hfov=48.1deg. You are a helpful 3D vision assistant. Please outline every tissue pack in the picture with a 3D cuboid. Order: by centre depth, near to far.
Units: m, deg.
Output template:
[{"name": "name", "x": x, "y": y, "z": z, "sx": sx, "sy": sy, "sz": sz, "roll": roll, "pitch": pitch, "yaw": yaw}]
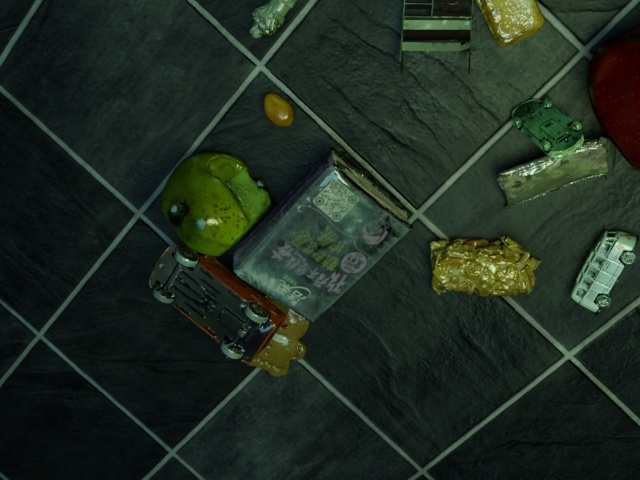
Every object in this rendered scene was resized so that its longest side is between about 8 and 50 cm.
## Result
[{"name": "tissue pack", "x": 0.000, "y": 0.000, "z": 1.660, "sx": 0.259, "sy": 0.122, "sz": 0.361, "roll": 35, "pitch": 114, "yaw": -22}]

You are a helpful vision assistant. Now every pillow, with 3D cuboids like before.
[{"name": "pillow", "x": 0.500, "y": -0.153, "z": 1.536, "sx": 0.255, "sy": 0.169, "sz": 0.059, "roll": -19, "pitch": 63, "yaw": 18}]

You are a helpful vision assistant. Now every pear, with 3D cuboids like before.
[{"name": "pear", "x": -0.257, "y": -0.096, "z": 1.645, "sx": 0.238, "sy": 0.255, "sz": 0.164, "roll": 47, "pitch": 113, "yaw": 0}]

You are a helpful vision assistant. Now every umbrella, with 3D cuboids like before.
[{"name": "umbrella", "x": -0.103, "y": -0.504, "z": 1.577, "sx": 0.067, "sy": 0.062, "sz": 0.143, "roll": 37, "pitch": 108, "yaw": -23}]

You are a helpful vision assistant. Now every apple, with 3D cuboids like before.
[{"name": "apple", "x": 0.665, "y": -0.282, "z": 1.371, "sx": 0.288, "sy": 0.288, "sz": 0.317, "roll": -24, "pitch": 114, "yaw": 18}]

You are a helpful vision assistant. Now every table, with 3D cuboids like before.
[{"name": "table", "x": 0.246, "y": -0.444, "z": 1.515, "sx": 0.146, "sy": 0.062, "sz": 0.175, "roll": 4, "pitch": 77, "yaw": 11}]

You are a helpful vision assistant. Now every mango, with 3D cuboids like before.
[{"name": "mango", "x": -0.098, "y": -0.302, "z": 1.653, "sx": 0.060, "sy": 0.046, "sz": 0.089, "roll": -35, "pitch": 85, "yaw": 18}]

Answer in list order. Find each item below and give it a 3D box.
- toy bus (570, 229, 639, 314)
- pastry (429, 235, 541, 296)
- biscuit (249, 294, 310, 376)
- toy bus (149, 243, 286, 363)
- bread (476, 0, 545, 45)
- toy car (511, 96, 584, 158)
[{"name": "toy bus", "x": 0.630, "y": 0.063, "z": 1.596, "sx": 0.089, "sy": 0.087, "sz": 0.194, "roll": 27, "pitch": 113, "yaw": 13}, {"name": "pastry", "x": 0.376, "y": 0.055, "z": 1.636, "sx": 0.249, "sy": 0.102, "sz": 0.154, "roll": -1, "pitch": 107, "yaw": 15}, {"name": "biscuit", "x": -0.112, "y": 0.233, "z": 1.837, "sx": 0.184, "sy": 0.035, "sz": 0.249, "roll": 25, "pitch": 111, "yaw": 3}, {"name": "toy bus", "x": -0.252, "y": 0.142, "z": 1.760, "sx": 0.329, "sy": 0.153, "sz": 0.143, "roll": 36, "pitch": 109, "yaw": 8}, {"name": "bread", "x": 0.369, "y": -0.503, "z": 1.457, "sx": 0.114, "sy": 0.083, "sz": 0.211, "roll": -27, "pitch": 99, "yaw": 5}, {"name": "toy car", "x": 0.472, "y": -0.234, "z": 1.494, "sx": 0.093, "sy": 0.186, "sz": 0.058, "roll": -32, "pitch": 131, "yaw": 2}]
